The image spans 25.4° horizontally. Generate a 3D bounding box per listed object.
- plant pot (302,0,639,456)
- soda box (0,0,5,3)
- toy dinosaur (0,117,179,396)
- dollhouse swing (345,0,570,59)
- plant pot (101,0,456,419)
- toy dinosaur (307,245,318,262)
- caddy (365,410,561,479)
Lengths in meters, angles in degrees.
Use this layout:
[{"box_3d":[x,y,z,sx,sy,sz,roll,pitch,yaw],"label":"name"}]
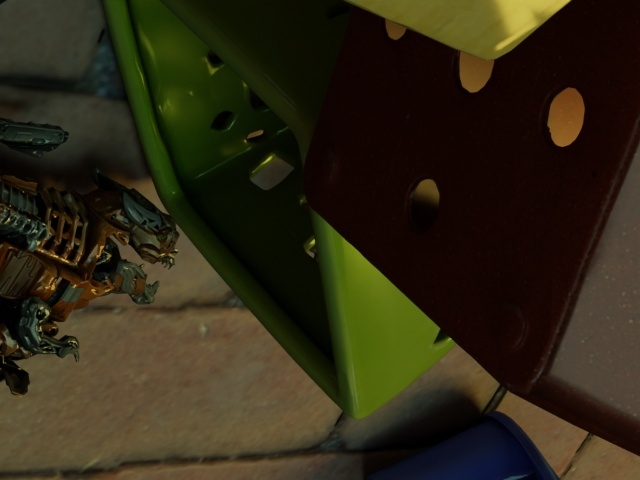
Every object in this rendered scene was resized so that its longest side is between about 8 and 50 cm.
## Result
[{"box_3d":[0.150,-0.054,0.558,0.235,0.267,0.267,7,112,-31],"label":"plant pot"},{"box_3d":[-0.212,-0.163,0.642,0.060,0.053,0.169,-34,142,-2],"label":"soda box"},{"box_3d":[-0.239,0.027,0.786,0.322,0.164,0.218,10,112,-18],"label":"toy dinosaur"},{"box_3d":[-0.033,-0.276,0.433,0.315,0.347,0.305,-41,130,7],"label":"dollhouse swing"},{"box_3d":[0.029,-0.083,0.774,0.207,0.227,0.228,-30,141,-17],"label":"plant pot"},{"box_3d":[0.000,0.000,0.936,0.092,0.053,0.183,-34,-179,5],"label":"toy dinosaur"},{"box_3d":[0.166,0.307,1.261,0.179,0.241,0.341,-21,140,-10],"label":"caddy"}]
